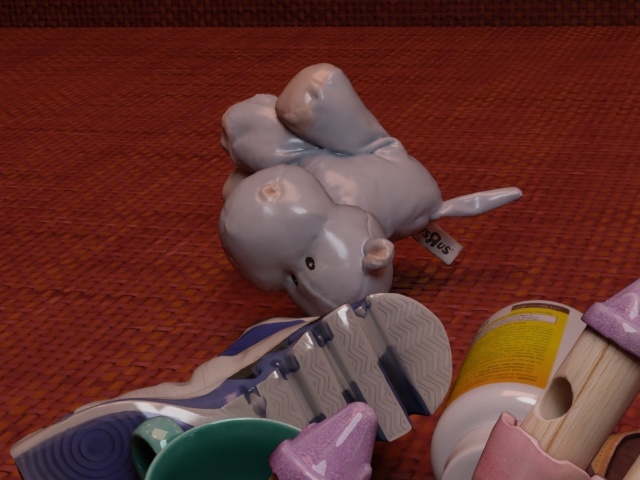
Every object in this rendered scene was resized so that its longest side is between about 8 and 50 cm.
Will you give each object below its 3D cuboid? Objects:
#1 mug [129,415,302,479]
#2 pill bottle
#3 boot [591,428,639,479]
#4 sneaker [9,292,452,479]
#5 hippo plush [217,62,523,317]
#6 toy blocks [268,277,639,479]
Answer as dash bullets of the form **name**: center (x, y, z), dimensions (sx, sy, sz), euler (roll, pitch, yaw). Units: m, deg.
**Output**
- **mug**: center (-0.050, 0.183, 0.834), dimensions (0.130, 0.097, 0.157), euler (-5, 37, -11)
- **pill bottle**: center (0.147, 0.133, 0.940), dimensions (0.117, 0.117, 0.215), euler (2, 20, 17)
- **boot**: center (0.288, 0.172, 0.840), dimensions (0.207, 0.090, 0.248), euler (5, 18, 30)
- **sneaker**: center (-0.062, 0.140, 0.985), dimensions (0.316, 0.127, 0.182), euler (-23, 0, -10)
- **hippo plush**: center (0.000, 0.000, 1.301), dimensions (0.294, 0.234, 0.236), euler (35, 41, -10)
- **toy blocks**: center (0.146, 0.124, 0.580), dimensions (0.309, 0.260, 0.288), euler (30, 8, -24)
